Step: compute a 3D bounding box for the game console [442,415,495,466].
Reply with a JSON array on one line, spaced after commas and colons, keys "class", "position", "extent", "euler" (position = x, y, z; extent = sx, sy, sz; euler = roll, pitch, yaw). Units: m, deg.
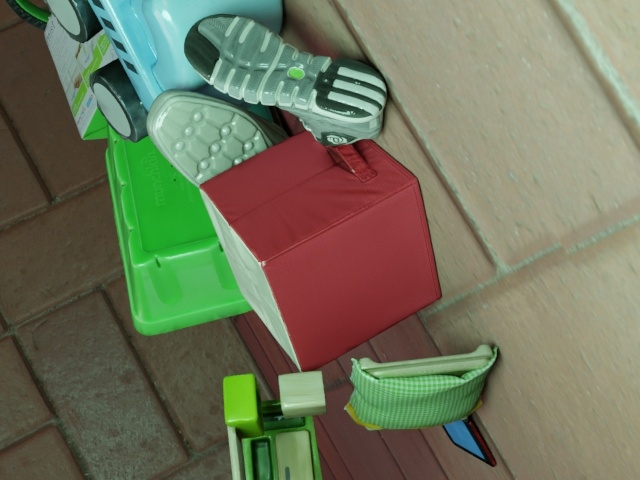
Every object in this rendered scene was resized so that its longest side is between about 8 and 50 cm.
[{"class": "game console", "position": [0.154, 0.257, 1.273], "extent": [0.144, 0.124, 0.085], "euler": [-177, 86, -74]}]

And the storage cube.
[{"class": "storage cube", "position": [0.000, 0.000, 1.081], "extent": [0.183, 0.193, 0.215], "euler": [48, 162, 47]}]

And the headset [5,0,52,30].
[{"class": "headset", "position": [-0.458, -0.563, 1.652], "extent": [0.185, 0.244, 0.394], "euler": [-107, 17, -45]}]

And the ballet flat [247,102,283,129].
[{"class": "ballet flat", "position": [-0.084, -0.110, 1.376], "extent": [0.348, 0.123, 0.123], "euler": [60, 167, 7]}]

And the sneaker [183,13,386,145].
[{"class": "sneaker", "position": [-0.035, -0.155, 1.000], "extent": [0.229, 0.086, 0.132], "euler": [24, 167, 16]}]

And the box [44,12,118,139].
[{"class": "box", "position": [-0.344, -0.337, 1.551], "extent": [0.262, 0.127, 0.231], "euler": [-48, 59, 47]}]

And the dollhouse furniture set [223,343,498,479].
[{"class": "dollhouse furniture set", "position": [0.053, 0.230, 1.057], "extent": [0.197, 0.302, 0.151], "euler": [86, 177, -68]}]

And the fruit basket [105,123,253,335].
[{"class": "fruit basket", "position": [-0.192, -0.026, 1.550], "extent": [0.392, 0.283, 0.391], "euler": [166, 90, -87]}]

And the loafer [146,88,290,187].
[{"class": "loafer", "position": [-0.097, -0.105, 1.155], "extent": [0.319, 0.112, 0.111], "euler": [29, -171, -49]}]

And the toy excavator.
[{"class": "toy excavator", "position": [-0.148, -0.324, 1.041], "extent": [0.445, 0.222, 0.432], "euler": [15, 135, 55]}]
